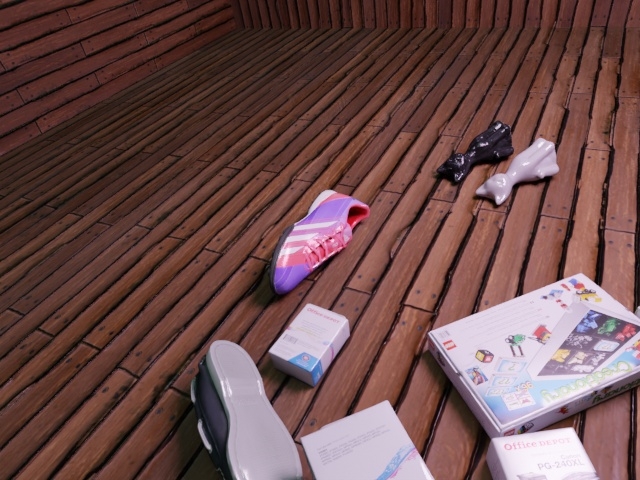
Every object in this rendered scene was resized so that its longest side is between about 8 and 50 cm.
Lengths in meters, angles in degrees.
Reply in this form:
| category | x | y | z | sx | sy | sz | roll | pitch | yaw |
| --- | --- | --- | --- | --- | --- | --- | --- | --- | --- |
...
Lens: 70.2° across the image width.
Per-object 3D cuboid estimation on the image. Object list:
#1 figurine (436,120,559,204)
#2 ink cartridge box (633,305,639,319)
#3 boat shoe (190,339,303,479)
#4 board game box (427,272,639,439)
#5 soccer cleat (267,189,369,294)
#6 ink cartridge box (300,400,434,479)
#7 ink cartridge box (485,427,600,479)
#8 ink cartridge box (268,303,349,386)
| category | x | y | z | sx | sy | sz | roll | pitch | yaw |
| --- | --- | --- | --- | --- | --- | --- | --- | --- | --- |
| figurine | 0.431 | -0.182 | 1.119 | 0.209 | 0.092 | 0.215 | -33 | 44 | -14 |
| ink cartridge box | 0.622 | 0.166 | 0.666 | 0.171 | 0.056 | 0.235 | -17 | 43 | -7 |
| boat shoe | -0.116 | 0.285 | 0.664 | 0.114 | 0.091 | 0.302 | 22 | 23 | -34 |
| board game box | 0.353 | 0.173 | 0.718 | 0.305 | 0.053 | 0.193 | -18 | 39 | -9 |
| soccer cleat | 0.000 | 0.000 | 0.971 | 0.117 | 0.108 | 0.318 | 14 | 43 | 22 |
| ink cartridge box | 0.069 | 0.316 | 0.549 | 0.127 | 0.128 | 0.176 | -20 | 41 | -12 |
| ink cartridge box | 0.282 | 0.316 | 0.553 | 0.109 | 0.063 | 0.150 | -9 | 39 | 2 |
| ink cartridge box | -0.017 | 0.179 | 0.795 | 0.089 | 0.052 | 0.122 | 17 | 48 | 29 |
